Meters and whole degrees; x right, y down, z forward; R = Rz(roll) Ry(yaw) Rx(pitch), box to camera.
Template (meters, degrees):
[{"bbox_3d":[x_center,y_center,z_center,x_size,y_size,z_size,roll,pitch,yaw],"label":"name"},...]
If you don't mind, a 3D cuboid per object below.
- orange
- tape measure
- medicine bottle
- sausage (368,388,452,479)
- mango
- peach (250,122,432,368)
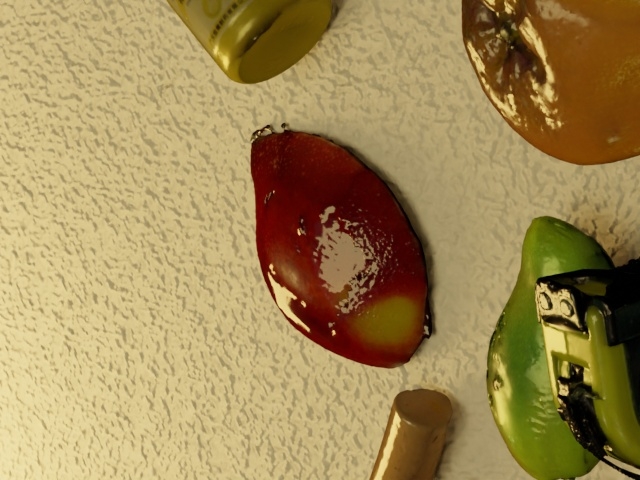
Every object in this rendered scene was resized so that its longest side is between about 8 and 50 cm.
[{"bbox_3d":[0.201,-0.173,1.440,0.249,0.183,0.249,169,90,-69],"label":"orange"},{"bbox_3d":[0.260,0.094,1.485,0.112,0.199,0.186,14,118,60],"label":"tape measure"},{"bbox_3d":[-0.095,-0.258,1.755,0.212,0.122,0.122,51,132,19],"label":"medicine bottle"},{"bbox_3d":[0.058,0.271,1.826,0.066,0.065,0.301,40,130,27],"label":"sausage"},{"bbox_3d":[0.199,0.091,1.599,0.125,0.111,0.233,6,107,38],"label":"mango"},{"bbox_3d":[-0.002,0.002,1.794,0.279,0.068,0.189,49,130,21],"label":"peach"}]
